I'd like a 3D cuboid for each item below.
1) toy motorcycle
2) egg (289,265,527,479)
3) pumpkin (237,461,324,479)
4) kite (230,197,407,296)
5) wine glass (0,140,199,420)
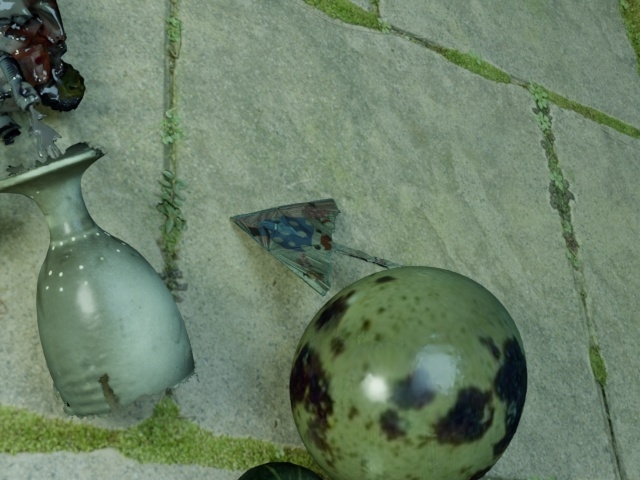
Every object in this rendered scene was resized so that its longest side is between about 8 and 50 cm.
[{"bbox_3d":[-0.453,-0.262,1.394,0.207,0.134,0.401,-10,70,-41],"label":"toy motorcycle"},{"bbox_3d":[0.142,0.211,1.444,0.345,0.345,0.428,59,30,5],"label":"egg"},{"bbox_3d":[-0.057,0.393,1.326,0.167,0.125,0.167,21,51,-28],"label":"pumpkin"},{"bbox_3d":[0.000,0.000,1.604,0.314,0.011,0.335,16,30,-4],"label":"kite"},{"bbox_3d":[-0.295,0.056,1.230,0.190,0.190,0.357,-28,105,-44],"label":"wine glass"}]
